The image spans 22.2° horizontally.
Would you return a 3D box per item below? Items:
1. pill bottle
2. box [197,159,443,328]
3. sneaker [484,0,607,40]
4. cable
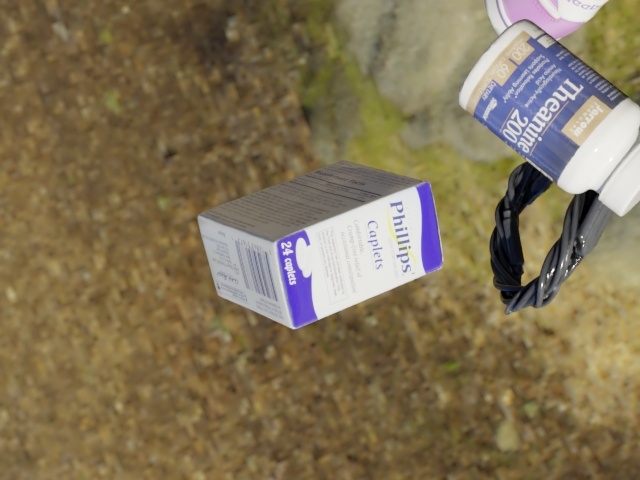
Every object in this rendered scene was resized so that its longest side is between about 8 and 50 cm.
[{"bbox_3d":[0.146,-0.070,0.960,0.120,0.067,0.067,40,144,13],"label":"pill bottle"},{"bbox_3d":[0.000,0.000,1.216,0.126,0.137,0.072,19,127,58],"label":"box"},{"bbox_3d":[0.195,-0.304,1.268,0.161,0.102,0.282,150,116,-65],"label":"sneaker"},{"bbox_3d":[0.215,-0.014,1.603,0.150,0.047,0.184,33,99,58],"label":"cable"}]
